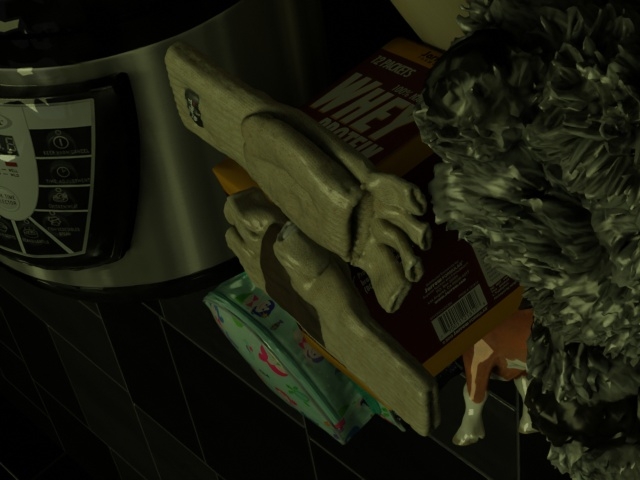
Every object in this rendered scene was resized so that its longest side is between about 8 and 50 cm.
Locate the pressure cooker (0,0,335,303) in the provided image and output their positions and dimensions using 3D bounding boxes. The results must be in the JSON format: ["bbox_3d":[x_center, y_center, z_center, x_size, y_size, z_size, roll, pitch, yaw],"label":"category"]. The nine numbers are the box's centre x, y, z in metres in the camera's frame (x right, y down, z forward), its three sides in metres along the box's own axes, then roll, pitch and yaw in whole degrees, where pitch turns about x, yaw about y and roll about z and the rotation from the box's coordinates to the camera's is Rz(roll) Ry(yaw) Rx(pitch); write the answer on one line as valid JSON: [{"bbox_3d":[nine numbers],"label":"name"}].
[{"bbox_3d":[-0.183,-0.204,1.082,0.375,0.369,0.420,53,160,41],"label":"pressure cooker"}]

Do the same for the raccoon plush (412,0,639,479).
[{"bbox_3d":[0.249,0.003,0.660,0.299,0.216,0.446,22,150,45],"label":"raccoon plush"}]

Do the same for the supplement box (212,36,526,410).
[{"bbox_3d":[0.058,-0.016,1.013,0.129,0.191,0.194,34,156,52],"label":"supplement box"}]

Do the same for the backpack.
[{"bbox_3d":[0.001,0.057,1.293,0.225,0.191,0.254,33,155,47],"label":"backpack"}]

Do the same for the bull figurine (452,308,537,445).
[{"bbox_3d":[0.184,0.080,1.113,0.310,0.101,0.189,1,98,52],"label":"bull figurine"}]

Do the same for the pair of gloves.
[{"bbox_3d":[0.000,0.000,0.804,0.204,0.042,0.240,39,157,34],"label":"pair of gloves"}]

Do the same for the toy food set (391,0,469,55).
[{"bbox_3d":[0.156,-0.168,0.917,0.306,0.092,0.220,52,166,2],"label":"toy food set"}]
